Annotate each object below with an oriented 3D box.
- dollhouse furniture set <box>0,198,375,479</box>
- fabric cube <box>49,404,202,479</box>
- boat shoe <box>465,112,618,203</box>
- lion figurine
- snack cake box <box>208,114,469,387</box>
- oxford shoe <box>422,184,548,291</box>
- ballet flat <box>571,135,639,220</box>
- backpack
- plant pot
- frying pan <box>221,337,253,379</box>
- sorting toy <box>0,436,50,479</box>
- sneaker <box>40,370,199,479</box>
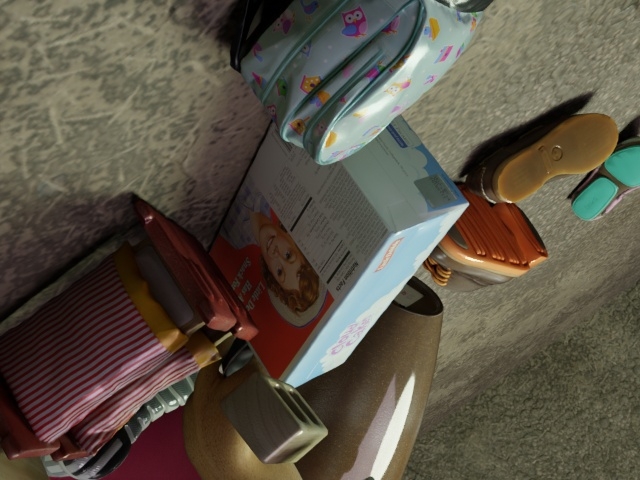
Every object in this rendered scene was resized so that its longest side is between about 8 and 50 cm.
[{"bbox_3d":[-0.100,0.178,0.814,0.201,0.374,0.152,-37,163,2],"label":"dollhouse furniture set"},{"bbox_3d":[-0.192,0.331,1.200,0.254,0.259,0.258,-32,159,-7],"label":"fabric cube"},{"bbox_3d":[0.268,-0.105,1.234,0.207,0.073,0.073,-22,-165,-25],"label":"boat shoe"},{"bbox_3d":[-0.051,0.239,0.959,0.142,0.392,0.240,-33,176,26],"label":"lion figurine"},{"bbox_3d":[0.000,0.000,0.890,0.089,0.152,0.264,-21,157,-36],"label":"snack cake box"},{"bbox_3d":[0.188,0.020,1.301,0.133,0.130,0.364,-35,162,20],"label":"oxford shoe"},{"bbox_3d":[0.461,-0.107,1.548,0.079,0.077,0.221,-45,174,-32],"label":"ballet flat"},{"bbox_3d":[0.028,-0.139,0.668,0.182,0.115,0.152,-43,162,28],"label":"backpack"},{"bbox_3d":[0.040,0.147,1.150,0.215,0.215,0.230,-7,128,-54],"label":"plant pot"},{"bbox_3d":[-0.043,0.138,1.295,0.197,0.053,0.326,-30,160,-15],"label":"frying pan"},{"bbox_3d":[-0.274,0.163,0.804,0.046,0.132,0.274,-32,152,-6],"label":"sorting toy"},{"bbox_3d":[-0.216,0.163,1.044,0.132,0.086,0.229,-20,-166,40],"label":"sneaker"}]
